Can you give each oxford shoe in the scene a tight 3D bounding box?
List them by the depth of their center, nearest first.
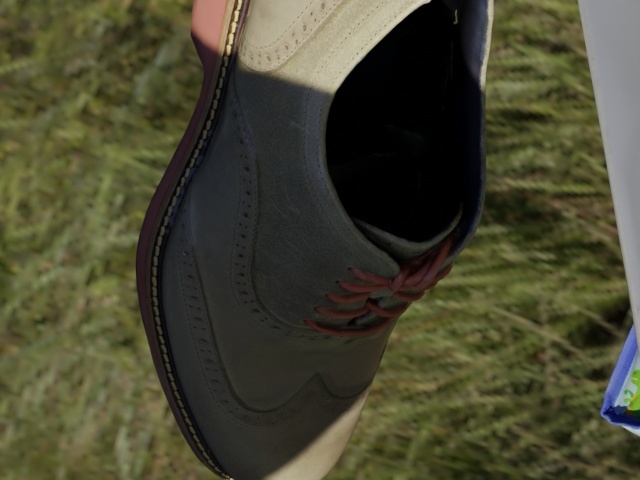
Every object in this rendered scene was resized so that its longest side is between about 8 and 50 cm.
[{"bbox_3d":[0.000,0.000,0.857,0.130,0.123,0.348,49,145,42],"label":"oxford shoe"}]

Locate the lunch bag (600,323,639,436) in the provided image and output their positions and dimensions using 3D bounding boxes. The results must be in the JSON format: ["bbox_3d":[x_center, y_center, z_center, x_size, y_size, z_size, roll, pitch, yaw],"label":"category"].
[{"bbox_3d":[0.213,0.035,0.835,0.096,0.129,0.151,17,83,51],"label":"lunch bag"}]

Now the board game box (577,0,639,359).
[{"bbox_3d":[0.105,0.072,0.420,0.053,0.193,0.305,-12,46,11],"label":"board game box"}]
